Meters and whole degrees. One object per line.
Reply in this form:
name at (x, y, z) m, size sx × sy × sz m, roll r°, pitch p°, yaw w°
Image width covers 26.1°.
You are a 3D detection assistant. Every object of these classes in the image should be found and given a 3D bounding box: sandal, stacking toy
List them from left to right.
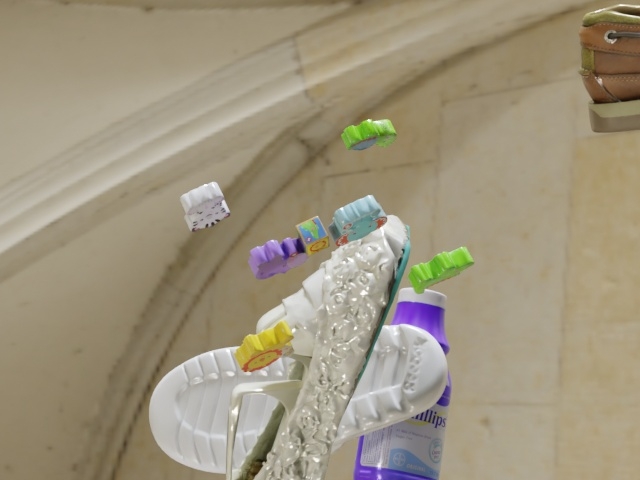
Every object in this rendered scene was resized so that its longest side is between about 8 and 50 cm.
sandal at (-0.027, 0.218, 1.785) m, size 0.102 × 0.416 × 0.169 m, roll 45°, pitch -140°, yaw -56°
stacking toy at (0.000, 0.000, 1.221) m, size 0.221 × 0.052 × 0.167 m, roll -23°, pitch -114°, yaw -7°

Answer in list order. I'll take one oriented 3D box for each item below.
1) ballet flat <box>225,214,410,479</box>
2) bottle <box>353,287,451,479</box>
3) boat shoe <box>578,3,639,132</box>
ballet flat at (-0.023, 0.157, 1.489) m, size 0.147 × 0.147 × 0.409 m, roll 7°, pitch -74°, yaw -45°
bottle at (0.118, 0.207, 1.852) m, size 0.118 × 0.092 × 0.283 m, roll 21°, pitch -107°, yaw -38°
boat shoe at (0.346, -0.156, 1.065) m, size 0.111 × 0.307 × 0.104 m, roll -30°, pitch -70°, yaw -62°
